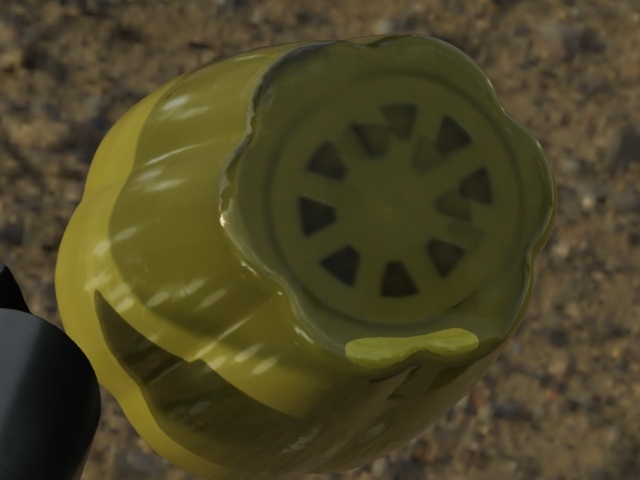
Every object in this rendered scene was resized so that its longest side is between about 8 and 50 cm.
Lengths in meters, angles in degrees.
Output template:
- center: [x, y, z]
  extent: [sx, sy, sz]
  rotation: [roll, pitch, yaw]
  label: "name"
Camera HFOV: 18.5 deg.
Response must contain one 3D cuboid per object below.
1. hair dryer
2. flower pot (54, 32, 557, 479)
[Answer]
- center: [-0.088, 0.149, 0.745]
  extent: [0.078, 0.248, 0.195]
  rotation: [-21, 18, 13]
  label: "hair dryer"
- center: [0.000, 0.000, 0.815]
  extent: [0.195, 0.179, 0.195]
  rotation: [4, 78, -17]
  label: "flower pot"
